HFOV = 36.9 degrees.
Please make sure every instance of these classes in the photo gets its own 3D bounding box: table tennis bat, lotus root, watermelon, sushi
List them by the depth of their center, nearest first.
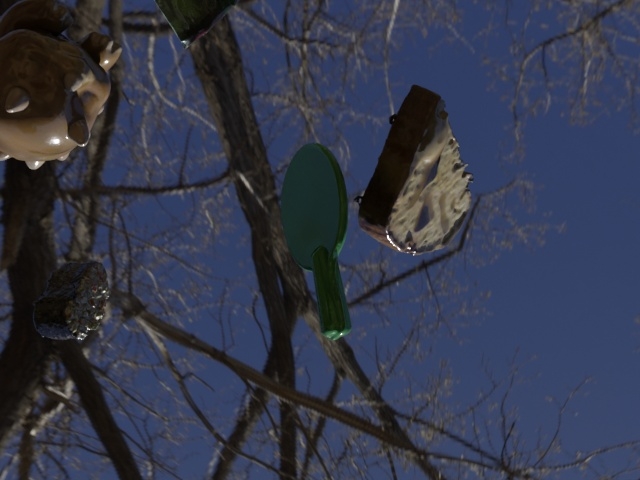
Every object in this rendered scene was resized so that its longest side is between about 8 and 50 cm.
[{"bbox_3d":[0.000,0.000,1.219,0.039,0.160,0.257,0,-111,-28],"label":"table tennis bat"},{"bbox_3d":[0.123,-0.068,1.265,0.074,0.260,0.170,35,-99,30],"label":"lotus root"},{"bbox_3d":[-0.193,-0.387,1.347,0.224,0.180,0.305,6,-151,-17],"label":"watermelon"},{"bbox_3d":[-0.385,0.095,1.507,0.078,0.090,0.150,-5,-149,15],"label":"sushi"}]

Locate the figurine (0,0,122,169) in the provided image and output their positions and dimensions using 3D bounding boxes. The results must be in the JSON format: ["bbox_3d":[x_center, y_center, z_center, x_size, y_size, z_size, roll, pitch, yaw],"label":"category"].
[{"bbox_3d":[-0.351,-0.174,1.124,0.247,0.177,0.173,10,-109,29],"label":"figurine"}]
